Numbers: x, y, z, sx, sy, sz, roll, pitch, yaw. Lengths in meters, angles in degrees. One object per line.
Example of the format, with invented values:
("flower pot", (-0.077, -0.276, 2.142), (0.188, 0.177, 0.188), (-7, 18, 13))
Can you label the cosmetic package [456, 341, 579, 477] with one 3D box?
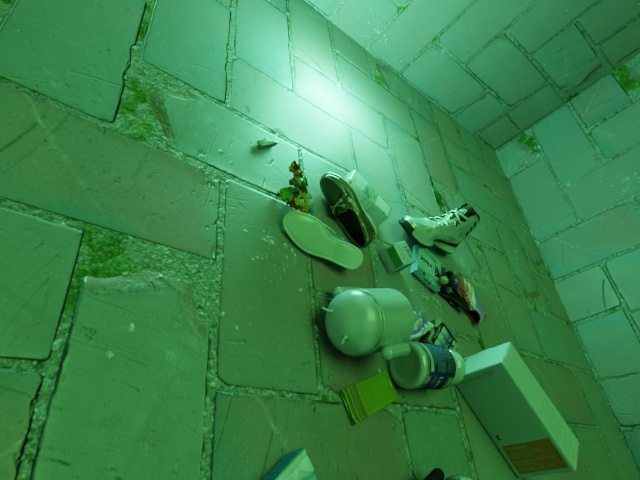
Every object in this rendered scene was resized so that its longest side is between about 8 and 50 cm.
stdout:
("cosmetic package", (0.741, 0.647, 1.593), (0.161, 0.230, 0.453), (-28, 82, -51))

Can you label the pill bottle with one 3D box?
("pill bottle", (0.374, 0.433, 1.437), (0.264, 0.153, 0.153), (16, 51, -38))

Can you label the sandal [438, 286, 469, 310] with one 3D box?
("sandal", (0.601, 0.269, 1.903), (0.179, 0.040, 0.067), (30, 36, -6))

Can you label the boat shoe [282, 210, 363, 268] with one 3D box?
("boat shoe", (0.000, 0.000, 1.457), (0.319, 0.116, 0.099), (30, 0, -17))

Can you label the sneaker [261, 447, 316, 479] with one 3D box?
("sneaker", (-0.090, 0.559, 0.912), (0.228, 0.087, 0.092), (-21, 80, -49))

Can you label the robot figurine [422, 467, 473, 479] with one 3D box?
("robot figurine", (0.363, 0.777, 1.151), (0.278, 0.173, 0.209), (-8, 103, -49))

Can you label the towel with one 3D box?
("towel", (0.157, 0.477, 1.285), (0.237, 0.021, 0.102), (-3, 65, -48))

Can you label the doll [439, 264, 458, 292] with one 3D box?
("doll", (0.572, 0.171, 1.882), (0.189, 0.046, 0.129), (-3, 80, -59))

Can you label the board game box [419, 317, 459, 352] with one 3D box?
("board game box", (0.470, 0.406, 1.645), (0.141, 0.048, 0.170), (57, 37, 1))

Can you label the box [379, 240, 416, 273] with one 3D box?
("box", (0.316, 0.069, 1.712), (0.102, 0.087, 0.101), (-11, 70, -49))

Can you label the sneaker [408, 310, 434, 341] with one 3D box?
("sneaker", (0.325, 0.320, 1.534), (0.236, 0.095, 0.105), (-10, 63, -54))

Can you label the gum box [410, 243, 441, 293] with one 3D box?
("gum box", (0.477, 0.122, 1.876), (0.157, 0.041, 0.184), (41, 40, -16))

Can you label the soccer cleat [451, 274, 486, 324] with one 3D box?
("soccer cleat", (0.690, 0.277, 1.952), (0.095, 0.083, 0.248), (-28, 86, -47))

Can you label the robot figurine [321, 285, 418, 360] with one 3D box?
("robot figurine", (0.155, 0.251, 1.312), (0.353, 0.200, 0.300), (4, 31, -45))

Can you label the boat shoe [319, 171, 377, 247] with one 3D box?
("boat shoe", (0.098, -0.117, 1.610), (0.324, 0.116, 0.097), (55, 34, -7))

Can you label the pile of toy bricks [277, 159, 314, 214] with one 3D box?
("pile of toy bricks", (-0.097, -0.169, 1.465), (0.105, 0.118, 0.212), (-13, 59, -9))

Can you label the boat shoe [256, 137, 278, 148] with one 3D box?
("boat shoe", (-0.199, -0.367, 1.557), (0.100, 0.035, 0.035), (-26, 84, -45))

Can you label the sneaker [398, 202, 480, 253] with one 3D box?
("sneaker", (0.565, -0.098, 1.937), (0.447, 0.257, 0.169), (14, 34, -43))

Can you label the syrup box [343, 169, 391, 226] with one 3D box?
("syrup box", (0.181, -0.172, 1.750), (0.237, 0.096, 0.093), (43, 37, -13))
